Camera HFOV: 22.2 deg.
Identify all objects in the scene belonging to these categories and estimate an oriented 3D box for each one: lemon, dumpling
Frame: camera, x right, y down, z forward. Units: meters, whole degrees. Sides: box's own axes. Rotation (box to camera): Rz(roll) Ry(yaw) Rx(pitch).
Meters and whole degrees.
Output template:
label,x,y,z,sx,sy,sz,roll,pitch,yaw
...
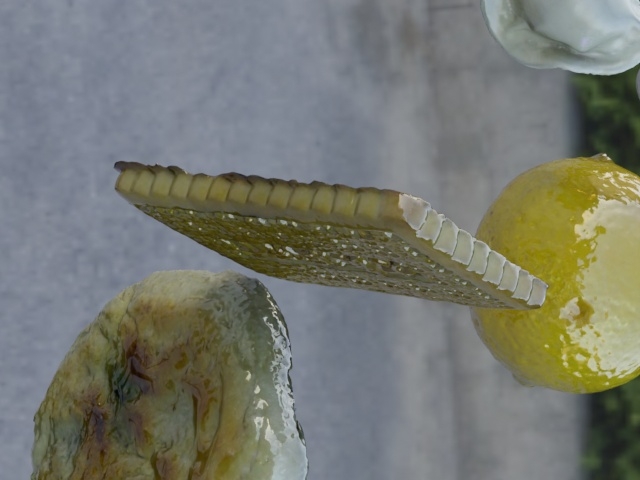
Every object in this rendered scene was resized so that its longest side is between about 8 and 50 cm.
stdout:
label,x,y,z,sx,sy,sz,roll,pitch,yaw
lemon,0.265,0.044,1.685,0.228,0.228,0.253,-26,126,-62
dumpling,0.218,-0.216,1.512,0.169,0.134,0.100,42,24,-32

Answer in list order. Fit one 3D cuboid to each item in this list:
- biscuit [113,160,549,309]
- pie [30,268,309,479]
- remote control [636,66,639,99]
label,x,y,z,sx,sy,sz,roll,pitch,yaw
biscuit,0.000,0.000,1.038,0.172,0.255,0.029,30,73,-47
pie,-0.120,0.166,1.205,0.075,0.337,0.337,9,79,-36
remote control,0.293,-0.142,1.238,0.077,0.022,0.245,50,39,-9
